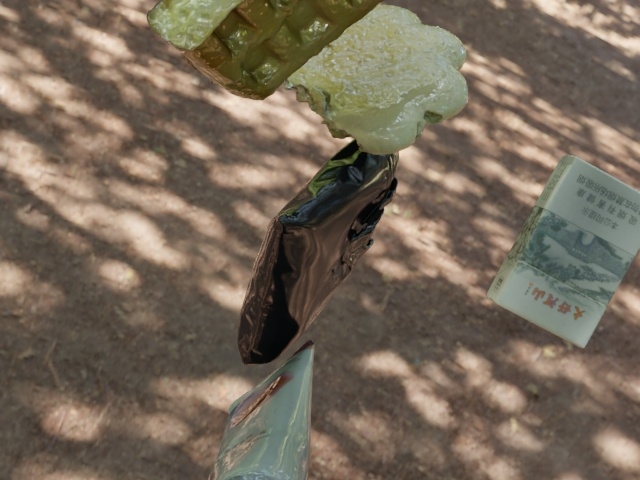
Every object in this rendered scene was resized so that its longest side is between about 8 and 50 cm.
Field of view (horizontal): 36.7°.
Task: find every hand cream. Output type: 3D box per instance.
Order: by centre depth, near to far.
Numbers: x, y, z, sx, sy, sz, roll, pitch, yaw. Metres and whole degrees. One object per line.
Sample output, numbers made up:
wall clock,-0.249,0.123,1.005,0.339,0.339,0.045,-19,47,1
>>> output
hand cream,-0.055,0.184,0.882,0.078,0.124,0.341,47,10,-12

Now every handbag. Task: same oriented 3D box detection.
handbag,0.000,0.000,1.015,0.088,0.254,0.211,35,52,14

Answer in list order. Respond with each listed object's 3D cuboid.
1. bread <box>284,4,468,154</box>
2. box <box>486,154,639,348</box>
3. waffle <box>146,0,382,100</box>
bread,0.048,-0.185,1.004,0.182,0.039,0.251,-35,48,-16
box,0.128,0.005,0.489,0.054,0.083,0.024,27,4,-10
waffle,-0.005,-0.232,0.840,0.057,0.274,0.168,54,7,18
